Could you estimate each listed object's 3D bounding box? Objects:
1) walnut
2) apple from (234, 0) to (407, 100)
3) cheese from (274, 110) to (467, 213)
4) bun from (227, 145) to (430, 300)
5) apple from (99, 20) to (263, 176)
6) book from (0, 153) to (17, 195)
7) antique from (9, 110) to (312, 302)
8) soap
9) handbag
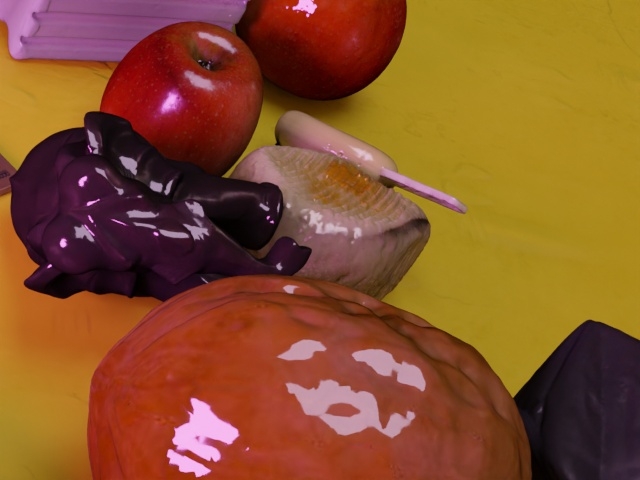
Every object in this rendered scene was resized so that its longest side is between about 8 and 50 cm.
[{"bbox_3d":[-0.015,0.194,1.394,0.398,0.354,0.307,23,73,-10],"label":"walnut"},{"bbox_3d":[0.000,-0.290,2.041,0.218,0.201,0.218,29,35,-23],"label":"apple"},{"bbox_3d":[0.066,-0.081,1.897,0.255,0.050,0.127,26,-5,32],"label":"cheese"},{"bbox_3d":[0.000,0.000,1.766,0.244,0.153,0.244,17,18,-6],"label":"bun"},{"bbox_3d":[-0.156,-0.150,1.803,0.181,0.168,0.181,18,46,-19],"label":"apple"},{"bbox_3d":[-0.421,-0.107,1.679,0.199,0.016,0.138,44,38,13],"label":"book"},{"bbox_3d":[-0.181,-0.015,1.588,0.255,0.185,0.322,21,-1,-31],"label":"antique"},{"bbox_3d":[-0.227,-0.288,1.885,0.265,0.160,0.087,-2,55,-32],"label":"soap"},{"bbox_3d":[0.203,0.255,1.527,0.178,0.301,0.275,32,42,9],"label":"handbag"}]
